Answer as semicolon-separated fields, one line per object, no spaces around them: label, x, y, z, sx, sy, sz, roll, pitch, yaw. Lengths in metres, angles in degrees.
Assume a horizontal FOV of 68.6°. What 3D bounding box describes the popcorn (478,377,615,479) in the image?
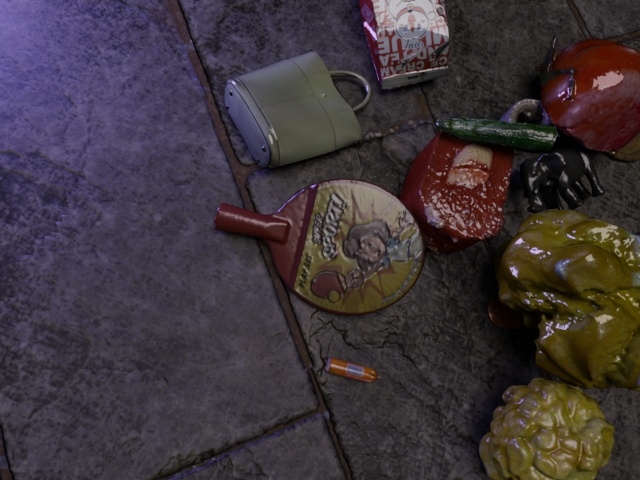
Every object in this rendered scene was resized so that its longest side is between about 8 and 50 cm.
popcorn;0.409;0.359;0.870;0.181;0.216;0.235;43;46;14

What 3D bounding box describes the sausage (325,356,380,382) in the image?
sausage;0.065;0.253;0.908;0.107;0.031;0.031;18;74;-7

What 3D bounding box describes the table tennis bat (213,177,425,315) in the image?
table tennis bat;0.000;0.000;0.920;0.415;0.051;0.267;14;94;0

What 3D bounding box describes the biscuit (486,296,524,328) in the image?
biscuit;0.401;0.150;1.007;0.091;0.015;0.078;5;76;-10

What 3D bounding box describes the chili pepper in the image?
chili pepper;0.333;-0.211;0.910;0.227;0.088;0.059;8;101;-2

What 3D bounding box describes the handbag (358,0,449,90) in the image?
handbag;0.182;-0.495;1.060;0.171;0.151;0.297;-9;94;-3

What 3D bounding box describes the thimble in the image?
thimble;0.463;-0.259;1.081;0.115;0.090;0.102;-17;77;-13

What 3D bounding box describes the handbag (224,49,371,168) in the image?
handbag;-0.030;-0.286;1.009;0.316;0.109;0.241;-26;84;-29

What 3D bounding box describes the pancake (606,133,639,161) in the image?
pancake;0.754;-0.291;1.180;0.200;0.021;0.199;3;76;-12

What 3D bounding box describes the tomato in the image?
tomato;0.645;-0.344;1.044;0.309;0.170;0.308;9;64;-19

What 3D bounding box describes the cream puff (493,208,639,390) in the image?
cream puff;0.483;0.123;0.861;0.379;0.378;0.275;31;90;-3

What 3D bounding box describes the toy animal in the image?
toy animal;0.533;-0.134;1.063;0.245;0.115;0.146;-24;89;-37

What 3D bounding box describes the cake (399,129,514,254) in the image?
cake;0.275;-0.112;0.975;0.177;0.151;0.282;20;72;-9
